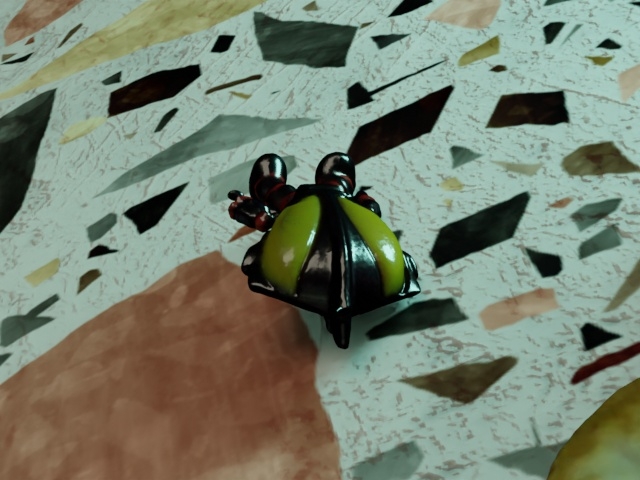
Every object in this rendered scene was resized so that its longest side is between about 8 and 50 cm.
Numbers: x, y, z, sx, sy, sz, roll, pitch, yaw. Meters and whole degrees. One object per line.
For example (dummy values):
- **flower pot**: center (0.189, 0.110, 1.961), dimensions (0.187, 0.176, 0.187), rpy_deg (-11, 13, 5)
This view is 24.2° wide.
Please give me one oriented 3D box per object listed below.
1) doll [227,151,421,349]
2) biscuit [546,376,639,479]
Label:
- **doll**: center (-0.002, -0.002, 1.133), dimensions (0.127, 0.088, 0.248), rpy_deg (-21, 28, 7)
- **biscuit**: center (0.253, 0.106, 0.810), dimensions (0.309, 0.040, 0.204), rpy_deg (-24, 21, 3)
